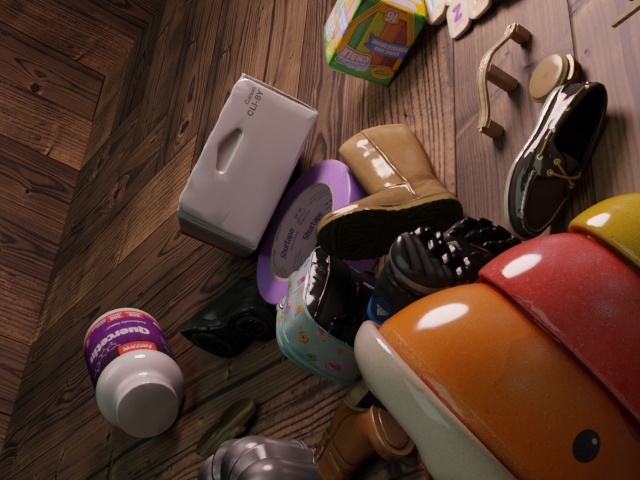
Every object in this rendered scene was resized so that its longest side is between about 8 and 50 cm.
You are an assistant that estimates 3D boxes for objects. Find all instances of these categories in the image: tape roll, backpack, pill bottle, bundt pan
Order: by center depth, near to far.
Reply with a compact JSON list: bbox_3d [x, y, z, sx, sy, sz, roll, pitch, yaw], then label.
[{"bbox_3d":[0.016,0.124,1.447,0.144,0.165,0.188,-49,18,24],"label":"backpack"},{"bbox_3d":[-0.128,0.450,1.487,0.331,0.124,0.331,-41,35,38],"label":"bundt pan"},{"bbox_3d":[0.000,0.000,1.692,0.275,0.090,0.275,-42,33,37],"label":"tape roll"},{"bbox_3d":[-0.392,0.280,2.035,0.182,0.181,0.323,-60,27,7],"label":"pill bottle"}]

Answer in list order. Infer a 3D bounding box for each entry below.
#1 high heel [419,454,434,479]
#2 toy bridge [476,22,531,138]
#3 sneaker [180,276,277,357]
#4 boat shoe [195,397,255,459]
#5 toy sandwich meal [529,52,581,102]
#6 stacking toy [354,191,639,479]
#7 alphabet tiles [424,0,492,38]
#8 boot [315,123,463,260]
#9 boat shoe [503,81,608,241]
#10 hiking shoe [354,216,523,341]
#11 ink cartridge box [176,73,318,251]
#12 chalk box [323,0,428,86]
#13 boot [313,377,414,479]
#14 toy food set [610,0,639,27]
[{"bbox_3d":[0.130,0.229,1.158,0.127,0.181,0.377,-41,34,37],"label":"high heel"},{"bbox_3d":[0.268,-0.247,1.461,0.026,0.063,0.188,-8,59,58],"label":"toy bridge"},{"bbox_3d":[-0.161,0.140,1.863,0.286,0.109,0.130,-22,38,44],"label":"sneaker"},{"bbox_3d":[-0.163,0.343,1.738,0.153,0.048,0.056,-47,19,17],"label":"boat shoe"},{"bbox_3d":[0.333,-0.230,1.374,0.085,0.029,0.086,-46,32,40],"label":"toy sandwich meal"},{"bbox_3d":[0.300,0.067,0.937,0.480,0.350,0.350,-46,28,2],"label":"stacking toy"},{"bbox_3d":[0.264,-0.503,1.672,0.284,0.021,0.278,-41,48,52],"label":"alphabet tiles"},{"bbox_3d":[0.078,-0.083,1.526,0.269,0.236,0.089,-116,20,-55],"label":"boot"},{"bbox_3d":[0.306,-0.106,1.250,0.068,0.081,0.228,-4,60,64],"label":"boat shoe"},{"bbox_3d":[0.159,0.052,1.159,0.113,0.304,0.132,51,122,31],"label":"hiking shoe"},{"bbox_3d":[-0.147,-0.123,1.843,0.384,0.160,0.279,152,142,-82],"label":"ink cartridge box"},{"bbox_3d":[0.089,-0.385,1.803,0.132,0.132,0.213,-95,26,-45],"label":"chalk box"},{"bbox_3d":[0.055,0.296,1.359,0.152,0.073,0.197,-57,16,11],"label":"boot"},{"bbox_3d":[0.454,-0.363,1.244,0.128,0.071,0.218,126,166,-76],"label":"toy food set"}]
